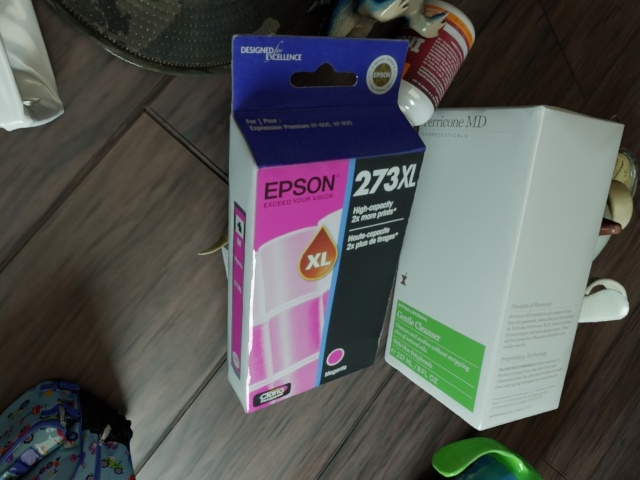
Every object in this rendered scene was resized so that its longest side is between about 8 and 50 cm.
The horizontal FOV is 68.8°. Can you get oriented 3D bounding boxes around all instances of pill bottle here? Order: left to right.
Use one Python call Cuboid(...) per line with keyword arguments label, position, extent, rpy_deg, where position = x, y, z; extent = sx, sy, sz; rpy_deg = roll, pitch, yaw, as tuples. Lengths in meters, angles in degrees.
Cuboid(label="pill bottle", position=(0.110, -0.194, 0.552), extent=(0.086, 0.086, 0.152), rpy_deg=(32, 86, -32))

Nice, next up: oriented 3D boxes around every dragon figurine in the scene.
Cuboid(label="dragon figurine", position=(0.039, -0.257, 0.466), extent=(0.289, 0.085, 0.144), rpy_deg=(-34, 73, -19))

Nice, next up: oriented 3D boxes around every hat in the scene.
Cuboid(label="hat", position=(-0.094, -0.306, 0.381), extent=(0.331, 0.134, 0.331), rpy_deg=(-9, 107, -29))

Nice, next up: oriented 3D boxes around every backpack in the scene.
Cuboid(label="backpack", position=(-0.247, 0.231, 0.413), extent=(0.158, 0.173, 0.117), rpy_deg=(-42, 120, -12))

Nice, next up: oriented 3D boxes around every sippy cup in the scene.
Cuboid(label="sippy cup", position=(0.252, 0.488, 0.750), extent=(0.224, 0.305, 0.240), rpy_deg=(-17, 155, -14))

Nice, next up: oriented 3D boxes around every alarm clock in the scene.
Cuboid(label="alarm clock", position=(0.479, -0.114, 0.796), extent=(0.129, 0.064, 0.192), rpy_deg=(-6, 109, -28))

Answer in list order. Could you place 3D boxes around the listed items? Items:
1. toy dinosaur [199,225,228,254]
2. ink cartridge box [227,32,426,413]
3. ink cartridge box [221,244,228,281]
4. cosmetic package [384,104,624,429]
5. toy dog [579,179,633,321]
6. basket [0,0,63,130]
Cuboid(label="toy dinosaur", position=(-0.061, -0.049, 0.526), extent=(0.093, 0.053, 0.183), rpy_deg=(30, 80, -17))
Cuboid(label="ink cartridge box", position=(0.000, 0.000, 0.464), extent=(0.176, 0.069, 0.370), rpy_deg=(-12, 123, -29))
Cuboid(label="ink cartridge box", position=(-0.044, 0.034, 0.546), extent=(0.122, 0.052, 0.088), rpy_deg=(-17, 112, -24))
Cuboid(label="cosmetic package", position=(0.220, 0.020, 0.609), extent=(0.155, 0.197, 0.365), rpy_deg=(-1, 102, -29))
Cuboid(label="toy dog", position=(0.383, 0.055, 0.713), extent=(0.220, 0.161, 0.333), rpy_deg=(-19, 111, 7))
Cuboid(label="basket", position=(-0.268, -0.160, 0.326), extent=(0.103, 0.113, 0.167), rpy_deg=(-11, 112, -12))
